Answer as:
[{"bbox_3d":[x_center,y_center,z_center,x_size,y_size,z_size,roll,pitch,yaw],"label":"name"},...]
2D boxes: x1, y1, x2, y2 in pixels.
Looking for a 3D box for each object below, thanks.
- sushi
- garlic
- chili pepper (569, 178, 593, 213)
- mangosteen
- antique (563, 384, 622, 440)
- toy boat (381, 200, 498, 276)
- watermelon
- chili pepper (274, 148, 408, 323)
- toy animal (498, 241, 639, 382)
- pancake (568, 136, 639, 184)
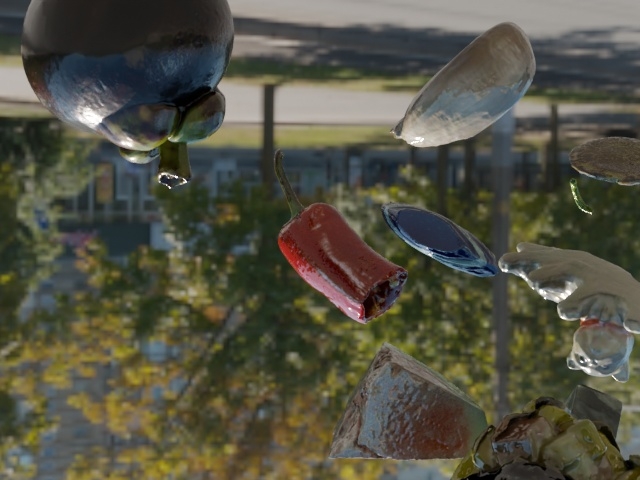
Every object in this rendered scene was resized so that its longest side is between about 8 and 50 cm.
[{"bbox_3d":[0.332,0.428,1.833,0.328,0.328,0.285,21,-138,-2],"label":"sushi"},{"bbox_3d":[0.171,-0.171,1.394,0.087,0.195,0.101,46,-179,-12],"label":"garlic"},{"bbox_3d":[0.512,-0.087,2.437,0.017,0.083,0.030,-35,-160,-14],"label":"chili pepper"},{"bbox_3d":[-0.245,-0.261,1.693,0.313,0.297,0.297,34,162,-33],"label":"mangosteen"},{"bbox_3d":[0.440,0.335,2.061,0.086,0.183,0.088,22,141,1],"label":"antique"},{"bbox_3d":[0.192,-0.010,2.119,0.210,0.070,0.291,31,-178,-9],"label":"toy boat"},{"bbox_3d":[0.131,0.301,2.103,0.232,0.193,0.310,21,-172,-42],"label":"watermelon"},{"bbox_3d":[-0.003,0.004,2.214,0.338,0.134,0.131,43,161,22],"label":"chili pepper"},{"bbox_3d":[0.490,0.136,2.394,0.308,0.188,0.266,7,-143,20],"label":"toy animal"},{"bbox_3d":[0.563,-0.151,2.303,0.199,0.021,0.199,-1,-150,1],"label":"pancake"}]
